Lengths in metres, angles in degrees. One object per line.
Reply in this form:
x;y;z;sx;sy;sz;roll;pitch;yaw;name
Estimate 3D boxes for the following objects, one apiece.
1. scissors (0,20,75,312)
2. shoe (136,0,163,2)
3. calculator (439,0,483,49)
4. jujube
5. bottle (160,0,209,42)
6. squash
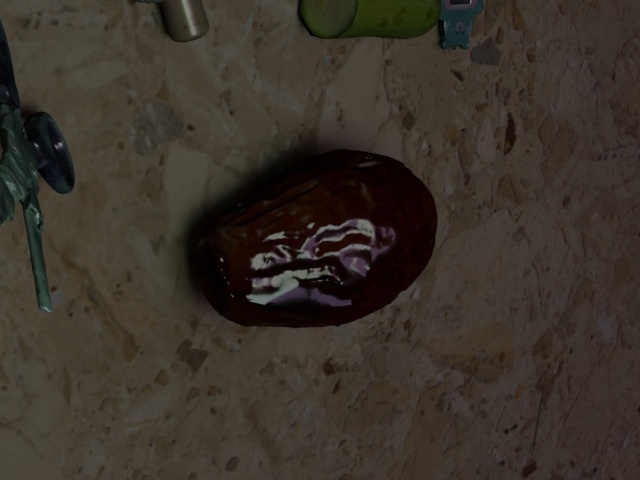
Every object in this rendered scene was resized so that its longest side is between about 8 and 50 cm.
-0.276;-0.074;1.532;0.029;0.383;0.256;-21;126;2;scissors
-0.216;-0.303;1.686;0.169;0.071;0.099;19;89;-41;shoe
0.171;-0.306;2.065;0.094;0.019;0.141;-12;112;-42;calculator
0.000;0.000;1.902;0.290;0.197;0.197;-19;117;-27;jujube
-0.151;-0.262;1.771;0.045;0.045;0.096;-33;123;-30;bottle
0.073;-0.280;1.941;0.188;0.095;0.095;-7;109;-44;squash
